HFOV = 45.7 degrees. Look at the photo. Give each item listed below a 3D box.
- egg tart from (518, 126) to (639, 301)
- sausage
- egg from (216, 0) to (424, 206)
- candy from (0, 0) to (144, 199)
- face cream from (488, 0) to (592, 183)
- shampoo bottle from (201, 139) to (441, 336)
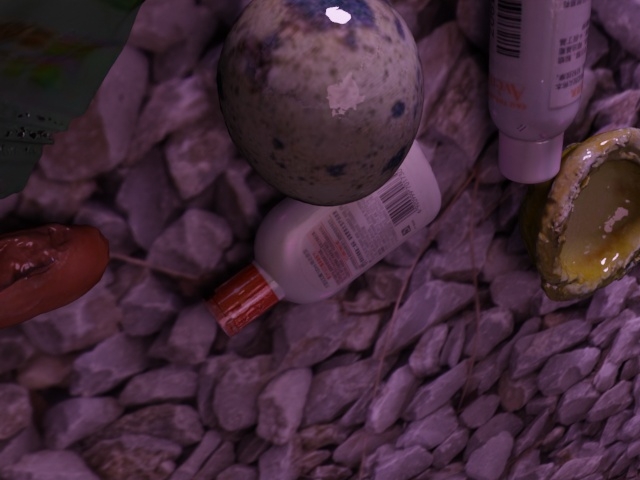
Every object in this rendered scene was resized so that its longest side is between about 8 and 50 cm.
[{"bbox_3d":[0.272,-0.034,0.768,0.197,0.078,0.197,-20,131,-25],"label":"egg tart"},{"bbox_3d":[-0.282,0.035,0.478,0.304,0.078,0.078,-7,121,-28],"label":"sausage"},{"bbox_3d":[0.002,-0.097,0.529,0.141,0.141,0.182,-32,149,-11],"label":"egg"},{"bbox_3d":[-0.137,-0.181,0.363,0.398,0.172,0.263,-61,160,11],"label":"candy"},{"bbox_3d":[0.181,-0.171,0.630,0.082,0.082,0.269,-20,126,-20],"label":"face cream"},{"bbox_3d":[0.000,0.000,0.644,0.221,0.051,0.108,-36,131,-7],"label":"shampoo bottle"}]
